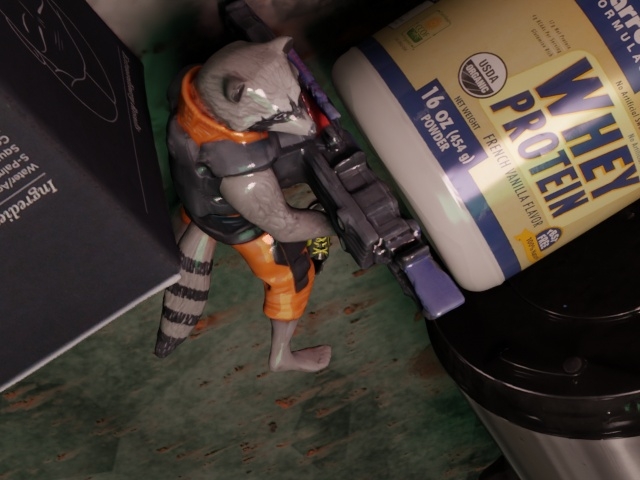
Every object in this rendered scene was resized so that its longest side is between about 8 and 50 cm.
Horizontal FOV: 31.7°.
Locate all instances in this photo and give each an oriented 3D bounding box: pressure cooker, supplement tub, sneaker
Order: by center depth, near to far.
[{"bbox_3d":[0.194,-0.129,0.908,0.316,0.228,0.228,-33,130,4],"label":"supplement tub"},{"bbox_3d":[0.322,0.114,1.090,0.370,0.375,0.420,-2,142,32],"label":"pressure cooker"},{"bbox_3d":[0.000,0.000,1.133,0.031,0.035,0.083,-2,128,-16],"label":"sneaker"}]

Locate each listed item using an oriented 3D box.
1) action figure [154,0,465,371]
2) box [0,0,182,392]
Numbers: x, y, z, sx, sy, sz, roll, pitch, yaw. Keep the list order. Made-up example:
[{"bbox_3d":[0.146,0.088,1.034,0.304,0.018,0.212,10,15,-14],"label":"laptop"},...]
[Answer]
[{"bbox_3d":[-0.047,-0.014,0.912,0.179,0.341,0.330,-21,143,-22],"label":"action figure"},{"bbox_3d":[-0.305,-0.127,0.773,0.212,0.293,0.395,-33,129,10],"label":"box"}]
